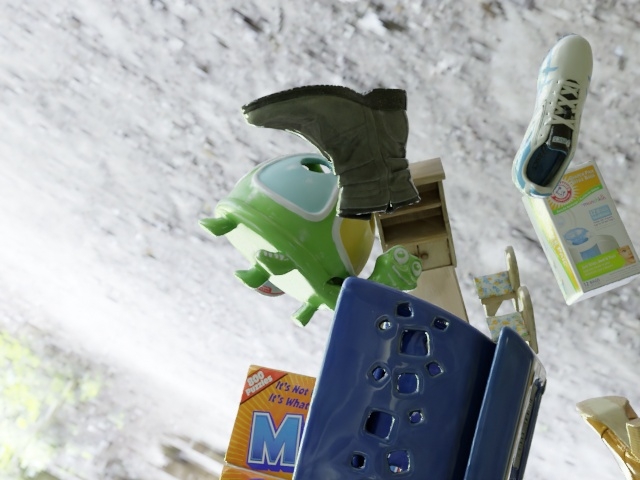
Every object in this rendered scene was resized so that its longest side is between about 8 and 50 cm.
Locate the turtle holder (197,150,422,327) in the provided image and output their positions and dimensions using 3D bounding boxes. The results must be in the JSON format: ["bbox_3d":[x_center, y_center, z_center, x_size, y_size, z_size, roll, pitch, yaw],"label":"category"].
[{"bbox_3d":[-0.013,-0.014,1.816,0.320,0.227,0.243,20,153,54],"label":"turtle holder"}]

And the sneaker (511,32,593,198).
[{"bbox_3d":[0.336,-0.171,1.593,0.085,0.237,0.086,12,-169,-19],"label":"sneaker"}]

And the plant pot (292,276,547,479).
[{"bbox_3d":[0.121,0.187,1.227,0.212,0.236,0.236,12,170,19],"label":"plant pot"}]

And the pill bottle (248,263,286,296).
[{"bbox_3d":[-0.075,0.019,2.037,0.087,0.087,0.160,25,129,8],"label":"pill bottle"}]

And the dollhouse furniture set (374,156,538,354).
[{"bbox_3d":[0.211,0.055,2.294,0.362,0.394,0.256,-12,127,4],"label":"dollhouse furniture set"}]

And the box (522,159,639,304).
[{"bbox_3d":[0.429,-0.013,1.871,0.103,0.114,0.203,100,150,-75],"label":"box"}]

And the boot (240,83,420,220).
[{"bbox_3d":[0.023,-0.105,1.394,0.246,0.161,0.083,-4,176,-34],"label":"boot"}]

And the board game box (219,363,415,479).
[{"bbox_3d":[0.058,0.454,2.030,0.356,0.356,0.356,8,167,26],"label":"board game box"}]

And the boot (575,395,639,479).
[{"bbox_3d":[0.602,0.429,2.227,0.295,0.104,0.211,-160,54,-77],"label":"boot"}]
